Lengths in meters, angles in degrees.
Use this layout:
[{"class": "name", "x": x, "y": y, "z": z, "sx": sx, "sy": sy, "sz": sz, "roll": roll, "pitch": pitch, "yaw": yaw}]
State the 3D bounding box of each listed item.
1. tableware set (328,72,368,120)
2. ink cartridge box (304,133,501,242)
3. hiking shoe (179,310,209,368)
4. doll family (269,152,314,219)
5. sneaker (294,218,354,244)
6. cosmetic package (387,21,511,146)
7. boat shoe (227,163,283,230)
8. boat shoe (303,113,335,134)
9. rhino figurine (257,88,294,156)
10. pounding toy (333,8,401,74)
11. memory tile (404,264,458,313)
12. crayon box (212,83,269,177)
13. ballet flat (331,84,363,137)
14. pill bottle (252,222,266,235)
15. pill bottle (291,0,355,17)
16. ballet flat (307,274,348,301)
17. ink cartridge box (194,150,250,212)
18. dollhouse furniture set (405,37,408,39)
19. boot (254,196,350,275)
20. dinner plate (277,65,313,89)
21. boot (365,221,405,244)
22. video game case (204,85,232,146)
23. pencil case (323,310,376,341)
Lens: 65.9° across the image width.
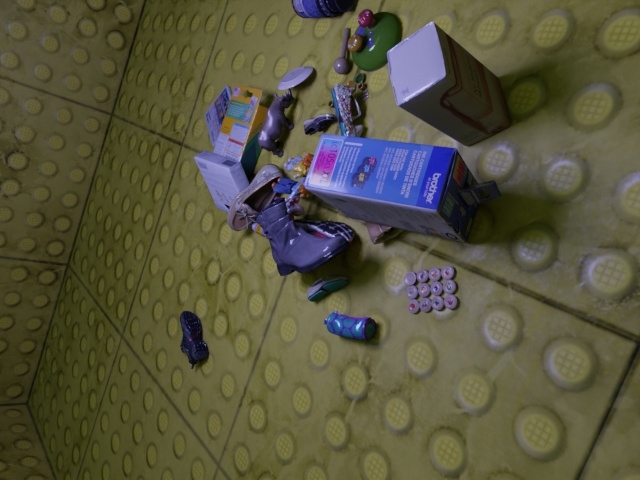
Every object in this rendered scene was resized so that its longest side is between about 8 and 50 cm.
[{"class": "tableware set", "x": 0.085, "y": -0.463, "z": 1.578, "sx": 0.154, "sy": 0.024, "sz": 0.104, "roll": -27, "pitch": 62, "yaw": 39}, {"class": "ink cartridge box", "x": 0.205, "y": -0.116, "z": 1.158, "sx": 0.395, "sy": 0.270, "sz": 0.151, "roll": 16, "pitch": 85, "yaw": 31}, {"class": "hiking shoe", "x": -0.523, "y": 0.388, "z": 1.951, "sx": 0.114, "sy": 0.086, "sz": 0.227, "roll": -44, "pitch": 54, "yaw": 25}, {"class": "doll family", "x": -0.068, "y": -0.187, "z": 1.548, "sx": 0.163, "sy": 0.118, "sz": 0.263, "roll": 16, "pitch": 67, "yaw": 46}, {"class": "sneaker", "x": 0.000, "y": 0.000, "z": 1.526, "sx": 0.279, "sy": 0.107, "sz": 0.118, "roll": 12, "pitch": 108, "yaw": 49}, {"class": "cosmetic package", "x": 0.301, "y": -0.347, "z": 1.137, "sx": 0.129, "sy": 0.296, "sz": 0.153, "roll": -24, "pitch": 65, "yaw": 41}, {"class": "boat shoe", "x": -0.233, "y": -0.141, "z": 1.746, "sx": 0.285, "sy": 0.104, "sz": 0.089, "roll": -54, "pitch": 33, "yaw": 15}, {"class": "boat shoe", "x": -0.003, "y": -0.383, "z": 1.630, "sx": 0.152, "sy": 0.056, "sz": 0.049, "roll": -2, "pitch": 88, "yaw": 57}, {"class": "rhino figurine", "x": -0.150, "y": -0.426, "z": 1.746, "sx": 0.073, "sy": 0.106, "sz": 0.243, "roll": 28, "pitch": 101, "yaw": 44}, {"class": "pounding toy", "x": 0.121, "y": -0.623, "z": 1.516, "sx": 0.237, "sy": 0.110, "sz": 0.183, "roll": 2, "pitch": 82, "yaw": 45}, {"class": "memory tile", "x": 0.280, "y": 0.125, "z": 1.256, "sx": 0.148, "sy": 0.012, "sz": 0.113, "roll": -15, "pitch": 70, "yaw": 43}, {"class": "crayon box", "x": -0.300, "y": -0.425, "z": 1.914, "sx": 0.203, "sy": 0.083, "sz": 0.323, "roll": 28, "pitch": 102, "yaw": 44}, {"class": "ballet flat", "x": 0.090, "y": -0.364, "z": 1.506, "sx": 0.091, "sy": 0.077, "sz": 0.241, "roll": 145, "pitch": 115, "yaw": -87}, {"class": "pill bottle", "x": -0.209, "y": -0.042, "z": 1.763, "sx": 0.083, "sy": 0.043, "sz": 0.043, "roll": 14, "pitch": 91, "yaw": 46}, {"class": "pill bottle", "x": 0.010, "y": -0.817, "z": 1.664, "sx": 0.219, "sy": 0.123, "sz": 0.123, "roll": 26, "pitch": 99, "yaw": 45}, {"class": "ballet flat", "x": 0.016, "y": 0.132, "z": 1.491, "sx": 0.168, "sy": 0.057, "sz": 0.052, "roll": -32, "pitch": 50, "yaw": 36}, {"class": "ink cartridge box", "x": -0.353, "y": -0.206, "z": 1.883, "sx": 0.275, "sy": 0.060, "sz": 0.239, "roll": 24, "pitch": 143, "yaw": 45}, {"class": "dollhouse furniture set", "x": 0.260, "y": -0.497, "z": 1.410, "sx": 0.076, "sy": 0.058, "sz": 0.152, "roll": 16, "pitch": 112, "yaw": 39}, {"class": "boot", "x": -0.075, "y": -0.024, "z": 1.423, "sx": 0.338, "sy": 0.118, "sz": 0.223, "roll": -18, "pitch": 98, "yaw": 51}, {"class": "dinner plate", "x": -0.092, "y": -0.576, "z": 1.733, "sx": 0.141, "sy": 0.017, "sz": 0.141, "roll": -21, "pitch": 35, "yaw": 16}, {"class": "boot", "x": 0.122, "y": -0.110, "z": 1.416, "sx": 0.236, "sy": 0.089, "sz": 0.269, "roll": -36, "pitch": 58, "yaw": 35}, {"class": "video game case", "x": -0.422, "y": -0.528, "z": 2.105, "sx": 0.183, "sy": 0.023, "sz": 0.201, "roll": -40, "pitch": 54, "yaw": 32}, {"class": "pencil case", "x": 0.084, "y": 0.239, "z": 1.389, "sx": 0.151, "sy": 0.064, "sz": 0.070, "roll": 2, "pitch": 99, "yaw": 45}]
